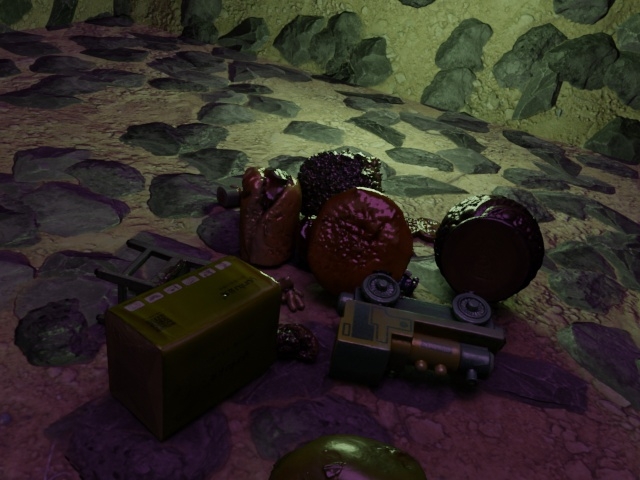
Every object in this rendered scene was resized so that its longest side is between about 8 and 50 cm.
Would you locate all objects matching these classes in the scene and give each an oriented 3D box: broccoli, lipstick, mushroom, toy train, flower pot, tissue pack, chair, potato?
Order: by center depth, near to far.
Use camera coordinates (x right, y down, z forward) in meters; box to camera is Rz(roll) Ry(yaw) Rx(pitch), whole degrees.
[{"bbox_3d":[0.048,0.370,0.888,0.253,0.148,0.186,6,33,-9],"label":"potato"},{"bbox_3d":[-0.219,0.178,1.075,0.167,0.200,0.275,28,35,31],"label":"tissue pack"},{"bbox_3d":[-0.302,0.115,1.220,0.270,0.136,0.147,16,32,7],"label":"chair"},{"bbox_3d":[0.208,0.201,1.242,0.369,0.150,0.237,11,38,1],"label":"toy train"},{"bbox_3d":[0.392,0.029,1.416,0.267,0.266,0.267,19,14,14],"label":"flower pot"},{"bbox_3d":[-0.001,0.000,1.541,0.171,0.135,0.080,0,-8,-40],"label":"mushroom"},{"bbox_3d":[0.073,-0.137,1.694,0.260,0.235,0.288,-9,72,-28],"label":"broccoli"},{"bbox_3d":[-0.209,-0.141,1.767,0.186,0.057,0.063,-11,33,-37],"label":"lipstick"}]

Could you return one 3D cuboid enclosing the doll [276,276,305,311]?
[{"bbox_3d":[-0.071,0.126,1.387,0.061,0.051,0.093,-11,65,-34],"label":"doll"}]

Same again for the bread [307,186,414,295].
[{"bbox_3d":[0.098,0.012,1.410,0.268,0.268,0.146,19,-9,13],"label":"bread"}]

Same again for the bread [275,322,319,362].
[{"bbox_3d":[-0.059,0.203,1.224,0.113,0.060,0.082,3,33,-10],"label":"bread"}]

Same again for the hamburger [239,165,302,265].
[{"bbox_3d":[-0.130,-0.096,1.567,0.162,0.209,0.330,8,32,-5],"label":"hamburger"}]

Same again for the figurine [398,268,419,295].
[{"bbox_3d":[0.170,0.082,1.499,0.149,0.087,0.086,30,33,3],"label":"figurine"}]

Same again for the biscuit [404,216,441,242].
[{"bbox_3d":[0.298,-0.037,1.784,0.175,0.026,0.124,7,30,-7],"label":"biscuit"}]
